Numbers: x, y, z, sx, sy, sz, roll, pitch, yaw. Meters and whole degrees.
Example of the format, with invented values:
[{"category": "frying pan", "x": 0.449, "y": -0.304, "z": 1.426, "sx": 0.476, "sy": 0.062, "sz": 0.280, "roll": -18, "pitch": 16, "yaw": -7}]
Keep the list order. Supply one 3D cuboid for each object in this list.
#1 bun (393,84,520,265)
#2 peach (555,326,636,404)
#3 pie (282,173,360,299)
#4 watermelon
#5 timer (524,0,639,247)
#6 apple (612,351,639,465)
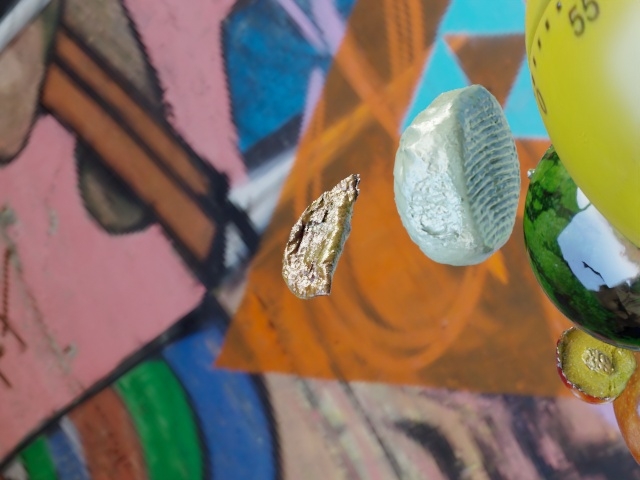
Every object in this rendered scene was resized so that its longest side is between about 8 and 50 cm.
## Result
[{"category": "bun", "x": 0.153, "y": -0.071, "z": 1.675, "sx": 0.221, "sy": 0.108, "sz": 0.221, "roll": 19, "pitch": -111, "yaw": -60}, {"category": "peach", "x": 0.301, "y": 0.145, "z": 1.626, "sx": 0.098, "sy": 0.061, "sz": 0.098, "roll": 3, "pitch": -127, "yaw": -3}, {"category": "pie", "x": -0.002, "y": 0.002, "z": 1.753, "sx": 0.033, "sy": 0.088, "sz": 0.191, "roll": 55, "pitch": -142, "yaw": -38}, {"category": "watermelon", "x": 0.310, "y": -0.015, "z": 1.359, "sx": 0.242, "sy": 0.242, "sz": 0.242, "roll": 23, "pitch": -130, "yaw": -30}, {"category": "timer", "x": 0.292, "y": -0.166, "z": 0.891, "sx": 0.376, "sy": 0.376, "sz": 0.387, "roll": 18, "pitch": -128, "yaw": -34}, {"category": "apple", "x": 0.491, "y": 0.207, "z": 1.901, "sx": 0.230, "sy": 0.230, "sz": 0.230, "roll": 23, "pitch": -130, "yaw": -30}]
